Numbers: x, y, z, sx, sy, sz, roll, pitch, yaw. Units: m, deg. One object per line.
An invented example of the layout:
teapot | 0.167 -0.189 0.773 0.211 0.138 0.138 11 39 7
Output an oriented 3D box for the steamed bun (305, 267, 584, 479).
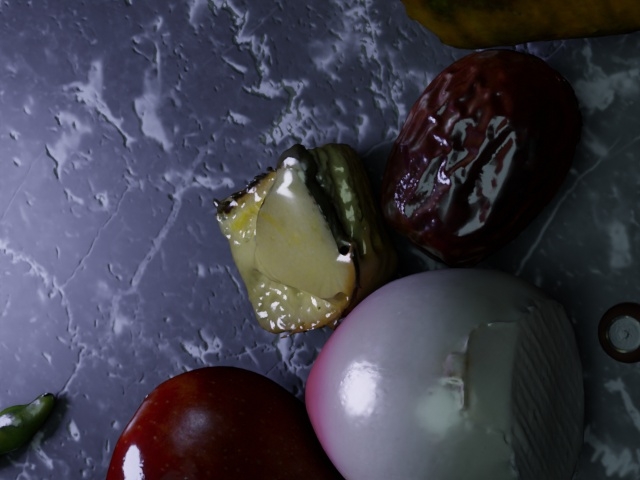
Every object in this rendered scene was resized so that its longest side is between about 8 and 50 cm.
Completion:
steamed bun | 0.116 0.171 1.672 0.309 0.309 0.309 1 93 20

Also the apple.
apple | -0.103 0.302 1.765 0.317 0.288 0.288 38 104 9

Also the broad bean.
broad bean | -0.418 0.255 1.994 0.195 0.046 0.061 -23 88 21

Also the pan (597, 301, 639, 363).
pan | 0.362 0.113 1.717 0.115 0.023 0.068 24 99 17

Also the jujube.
jujube | 0.175 -0.093 1.691 0.183 0.183 0.243 36 89 15

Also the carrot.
carrot | 0.236 -0.326 1.624 0.341 0.241 0.241 -5 91 23

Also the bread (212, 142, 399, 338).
bread | 0.000 0.000 1.772 0.262 0.163 0.204 -22 86 62
